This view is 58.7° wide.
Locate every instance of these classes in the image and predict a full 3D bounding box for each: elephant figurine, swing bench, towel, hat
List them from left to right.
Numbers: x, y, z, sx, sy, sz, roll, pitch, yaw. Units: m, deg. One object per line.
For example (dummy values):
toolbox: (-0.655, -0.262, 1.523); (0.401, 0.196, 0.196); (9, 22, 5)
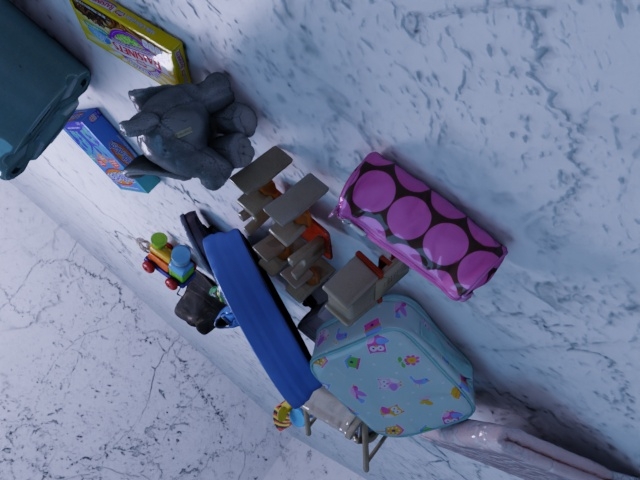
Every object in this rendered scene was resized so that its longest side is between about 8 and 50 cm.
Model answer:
elephant figurine: (-0.216, -0.146, 0.836); (0.239, 0.169, 0.186); (5, 144, 49)
hat: (-0.393, 0.224, 1.856); (0.331, 0.134, 0.331); (32, 157, 16)
swing bench: (0.062, 0.529, 1.728); (0.253, 0.165, 0.254); (22, 147, 36)
towel: (0.375, 0.401, 1.054); (0.317, 0.053, 0.332); (23, 160, -8)

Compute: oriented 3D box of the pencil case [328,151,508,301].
pencil case: (0.117, -0.011, 0.691); (0.209, 0.098, 0.095); (35, 157, 6)

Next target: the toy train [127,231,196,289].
toy train: (-0.474, 0.023, 1.650); (0.248, 0.105, 0.143); (35, 147, 8)

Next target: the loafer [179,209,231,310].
loafer: (-0.228, 0.046, 1.352); (0.302, 0.095, 0.109); (66, 175, -29)

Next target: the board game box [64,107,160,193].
board game box: (-0.477, -0.199, 1.285); (0.160, 0.047, 0.210); (10, 146, 48)

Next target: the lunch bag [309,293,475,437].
lunch bag: (0.139, 0.229, 1.012); (0.224, 0.108, 0.279); (-30, 118, 26)

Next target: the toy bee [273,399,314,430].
toy bee: (-0.064, 0.570, 2.035); (0.162, 0.298, 0.195); (65, -165, 5)

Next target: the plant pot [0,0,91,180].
plant pot: (-0.613, -0.300, 0.980); (0.334, 0.341, 0.341); (36, 159, -17)

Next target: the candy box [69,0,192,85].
candy box: (-0.279, -0.294, 0.837); (0.206, 0.027, 0.105); (33, 160, 13)

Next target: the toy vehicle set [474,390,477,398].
toy vehicle set: (0.175, 0.242, 1.166); (0.267, 0.035, 0.166); (43, 157, -10)

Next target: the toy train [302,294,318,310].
toy train: (0.002, 0.169, 1.302); (0.036, 0.027, 0.158); (-8, 130, 46)

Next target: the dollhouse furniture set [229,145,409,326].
dollhouse furniture set: (0.000, 0.000, 0.901); (0.259, 0.135, 0.262); (41, 160, 24)

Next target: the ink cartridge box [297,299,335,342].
ink cartridge box: (0.073, 0.219, 1.158); (0.232, 0.066, 0.189); (43, 157, 0)

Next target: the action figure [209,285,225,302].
action figure: (-0.227, 0.173, 1.600); (0.232, 0.063, 0.137); (17, 139, 35)

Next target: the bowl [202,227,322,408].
bowl: (-0.111, 0.149, 1.159); (0.391, 0.077, 0.391); (60, 176, 8)

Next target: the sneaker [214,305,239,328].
sneaker: (-0.201, 0.186, 1.482); (0.209, 0.082, 0.069); (-30, 90, 40)
